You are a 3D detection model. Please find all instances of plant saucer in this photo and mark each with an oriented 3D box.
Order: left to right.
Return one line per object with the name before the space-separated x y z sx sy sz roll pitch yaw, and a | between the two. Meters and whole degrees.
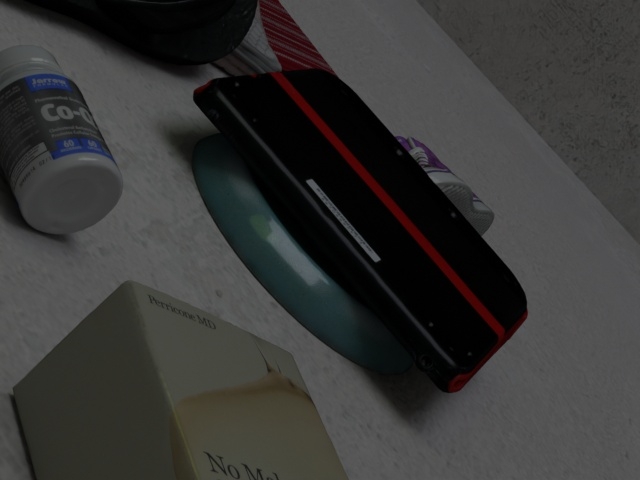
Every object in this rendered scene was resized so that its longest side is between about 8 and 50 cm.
plant saucer | 0.000 0.000 1.385 0.317 0.043 0.318 42 18 -18

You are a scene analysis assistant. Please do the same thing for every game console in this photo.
game console | 0.055 -0.026 1.427 0.386 0.060 0.342 49 23 7

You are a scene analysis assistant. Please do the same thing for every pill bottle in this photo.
pill bottle | -0.205 -0.078 1.011 0.078 0.078 0.137 24 29 -51

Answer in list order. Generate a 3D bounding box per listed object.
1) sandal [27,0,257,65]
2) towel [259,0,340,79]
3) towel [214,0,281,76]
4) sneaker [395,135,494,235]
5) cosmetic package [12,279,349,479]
sandal | -0.172 -0.278 1.379 0.445 0.107 0.168 1 83 -60
towel | -0.082 -0.295 1.846 0.199 0.031 0.275 16 34 -56
towel | -0.183 -0.367 1.629 0.332 0.053 0.317 32 33 -46
sneaker | 0.119 -0.072 1.742 0.161 0.102 0.282 49 7 18
cosmetic package | -0.050 0.186 0.756 0.160 0.113 0.309 28 27 -45
